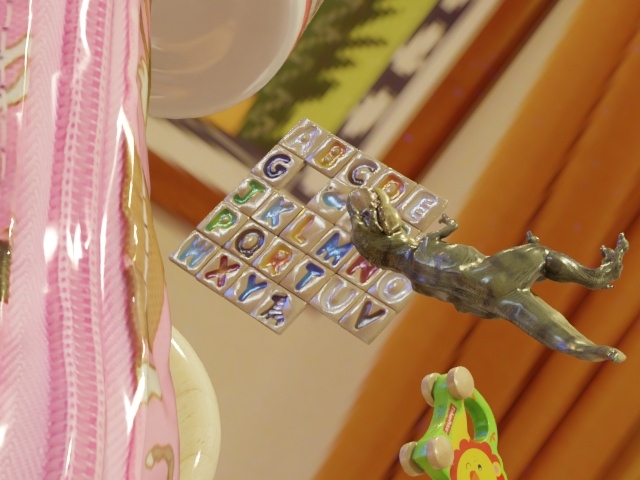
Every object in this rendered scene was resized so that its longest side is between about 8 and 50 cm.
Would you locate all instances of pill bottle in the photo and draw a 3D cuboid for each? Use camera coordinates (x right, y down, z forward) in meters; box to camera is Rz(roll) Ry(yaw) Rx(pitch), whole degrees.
[{"bbox_3d":[-0.040,-0.131,0.799,0.108,0.108,0.180,39,29,-7],"label":"pill bottle"}]

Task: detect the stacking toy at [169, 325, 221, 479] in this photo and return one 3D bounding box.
[{"bbox_3d":[-0.141,0.149,1.023,0.141,0.141,0.330,36,-27,7],"label":"stacking toy"}]

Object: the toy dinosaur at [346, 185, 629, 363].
[{"bbox_3d":[0.133,0.025,1.310,0.268,0.118,0.064,26,-57,43],"label":"toy dinosaur"}]

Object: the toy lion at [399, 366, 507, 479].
[{"bbox_3d":[0.103,0.154,1.390,0.034,0.100,0.096,-19,-53,39],"label":"toy lion"}]

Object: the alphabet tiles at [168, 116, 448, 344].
[{"bbox_3d":[0.000,0.000,1.845,0.237,0.198,0.009,32,-19,35],"label":"alphabet tiles"}]

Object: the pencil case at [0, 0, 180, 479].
[{"bbox_3d":[-0.105,-0.030,0.485,0.160,0.386,0.167,1,-38,-3],"label":"pencil case"}]
